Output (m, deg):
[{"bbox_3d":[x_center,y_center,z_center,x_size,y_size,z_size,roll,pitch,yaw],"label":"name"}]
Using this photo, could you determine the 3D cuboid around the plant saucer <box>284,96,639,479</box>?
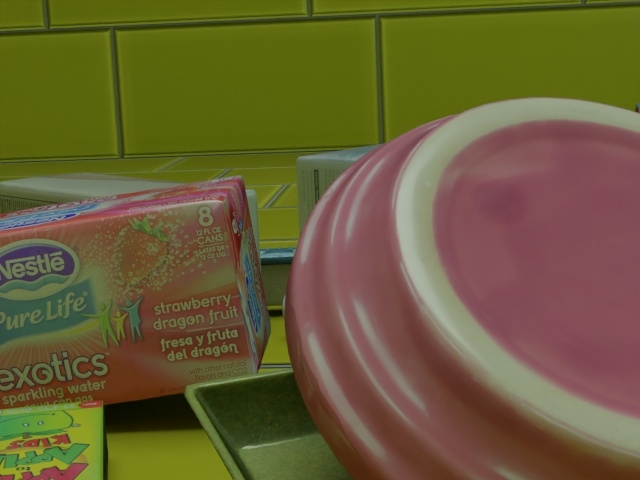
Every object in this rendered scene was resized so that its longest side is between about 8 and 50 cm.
[{"bbox_3d":[0.150,0.035,0.638,0.332,0.084,0.332,8,47,-8],"label":"plant saucer"}]

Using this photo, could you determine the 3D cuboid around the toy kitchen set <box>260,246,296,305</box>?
[{"bbox_3d":[0.000,0.000,1.319,0.166,0.122,0.207,-2,9,1],"label":"toy kitchen set"}]

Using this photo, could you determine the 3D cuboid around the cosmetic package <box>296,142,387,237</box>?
[{"bbox_3d":[0.125,-0.053,1.566,0.225,0.138,0.224,7,14,39],"label":"cosmetic package"}]

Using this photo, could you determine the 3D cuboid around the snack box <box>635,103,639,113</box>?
[{"bbox_3d":[0.314,-0.016,1.074,0.070,0.207,0.174,0,9,14],"label":"snack box"}]

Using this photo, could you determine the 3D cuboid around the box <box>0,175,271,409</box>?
[{"bbox_3d":[-0.200,0.048,0.938,0.300,0.142,0.154,-9,10,4],"label":"box"}]

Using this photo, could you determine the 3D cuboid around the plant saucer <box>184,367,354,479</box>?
[{"bbox_3d":[0.041,0.131,0.654,0.188,0.045,0.188,-7,27,-22],"label":"plant saucer"}]

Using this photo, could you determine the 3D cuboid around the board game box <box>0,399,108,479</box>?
[{"bbox_3d":[-0.177,0.147,0.730,0.092,0.043,0.181,-4,10,-10],"label":"board game box"}]

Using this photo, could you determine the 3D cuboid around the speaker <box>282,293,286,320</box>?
[{"bbox_3d":[0.021,0.071,1.094,0.055,0.055,0.136,-8,11,-31],"label":"speaker"}]

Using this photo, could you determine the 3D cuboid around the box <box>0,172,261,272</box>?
[{"bbox_3d":[-0.206,0.011,1.249,0.121,0.148,0.311,-11,14,-42],"label":"box"}]

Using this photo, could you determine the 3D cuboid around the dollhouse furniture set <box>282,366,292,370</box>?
[{"bbox_3d":[0.099,0.057,0.863,0.302,0.151,0.198,5,12,39],"label":"dollhouse furniture set"}]
